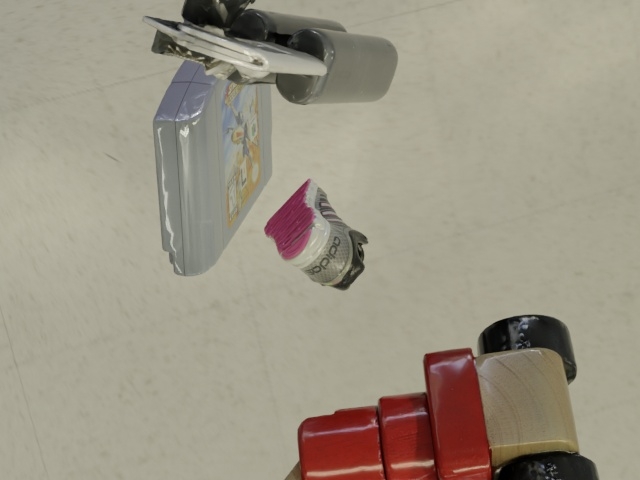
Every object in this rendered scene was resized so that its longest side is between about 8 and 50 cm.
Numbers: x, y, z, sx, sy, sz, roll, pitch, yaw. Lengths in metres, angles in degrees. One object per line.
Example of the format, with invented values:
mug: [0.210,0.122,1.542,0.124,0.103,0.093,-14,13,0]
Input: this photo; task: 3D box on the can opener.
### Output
can opener: [-0.014,-0.132,0.809,0.076,0.283,0.095,21,103,15]

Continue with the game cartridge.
game cartridge: [-0.107,-0.112,1.462,0.062,0.297,0.198,8,117,10]

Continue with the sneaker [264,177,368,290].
sneaker: [0.000,0.000,1.174,0.075,0.170,0.063,40,98,-15]

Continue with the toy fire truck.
toy fire truck: [0.037,0.170,0.810,0.246,0.217,0.158,-7,56,3]
